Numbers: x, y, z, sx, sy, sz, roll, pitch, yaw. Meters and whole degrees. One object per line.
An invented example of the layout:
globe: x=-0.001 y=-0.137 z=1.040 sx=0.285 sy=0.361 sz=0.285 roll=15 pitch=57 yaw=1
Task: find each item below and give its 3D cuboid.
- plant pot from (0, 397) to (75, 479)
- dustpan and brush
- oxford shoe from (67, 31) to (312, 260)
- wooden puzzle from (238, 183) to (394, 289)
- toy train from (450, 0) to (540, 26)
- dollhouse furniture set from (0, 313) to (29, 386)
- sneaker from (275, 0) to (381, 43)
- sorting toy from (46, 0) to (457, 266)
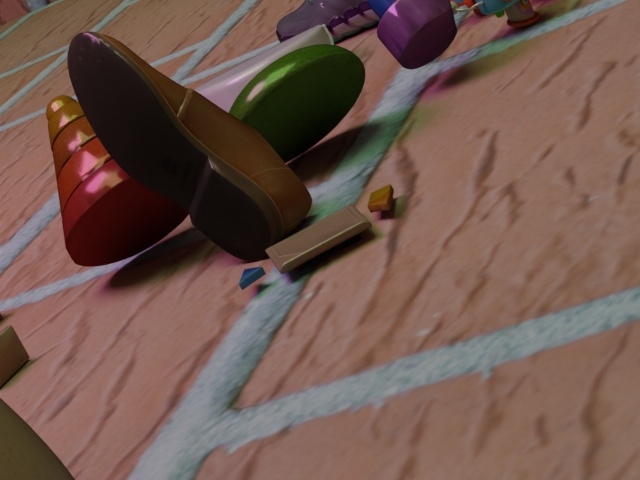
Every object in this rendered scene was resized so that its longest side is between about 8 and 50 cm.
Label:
plant pot: x=-0.285 y=0.133 z=0.888 sx=0.284 sy=0.191 sz=0.284 roll=-24 pitch=17 yaw=8
dustpan and brush: x=-0.053 y=-0.127 z=1.555 sx=0.147 sy=0.060 sz=0.211 roll=-26 pitch=10 yaw=9
oxford shoe: x=-0.094 y=-0.075 z=1.237 sx=0.076 sy=0.212 sz=0.076 roll=-36 pitch=-14 yaw=-45
wooden puzzle: x=0.000 y=0.000 z=1.152 sx=0.116 sy=0.014 sz=0.078 roll=-26 pitch=12 yaw=3
toy train: x=0.148 y=-0.205 z=1.479 sx=0.125 sy=0.046 sz=0.166 roll=-22 pitch=14 yaw=21
dollhouse furniture set: x=-0.286 y=0.043 z=1.306 sx=0.182 sy=0.101 sz=0.161 roll=-16 pitch=20 yaw=33
sneaker: x=0.036 y=-0.260 z=1.713 sx=0.223 sy=0.098 sz=0.083 roll=-14 pitch=21 yaw=37
sorting toy: x=-0.069 y=-0.126 z=1.357 sx=0.365 sy=0.126 sz=0.127 roll=-32 pitch=-22 yaw=-15
